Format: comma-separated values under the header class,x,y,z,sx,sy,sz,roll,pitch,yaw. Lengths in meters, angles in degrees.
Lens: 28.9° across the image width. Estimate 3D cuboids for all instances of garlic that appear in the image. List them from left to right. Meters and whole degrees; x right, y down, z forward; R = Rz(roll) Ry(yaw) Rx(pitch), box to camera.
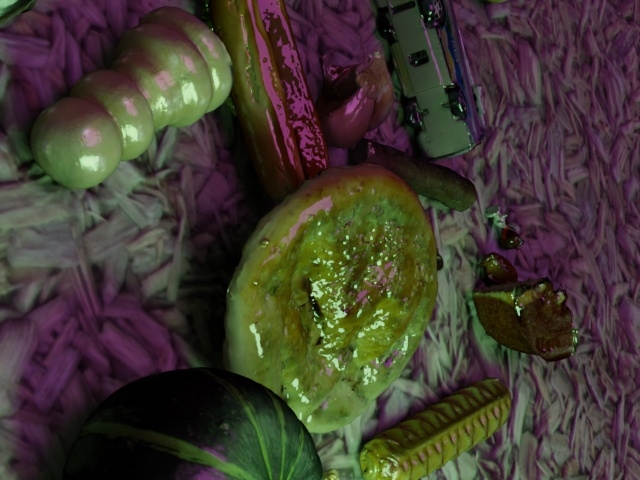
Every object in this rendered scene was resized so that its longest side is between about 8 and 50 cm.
class,x,y,z,sx,sy,sz,roll,pitch,yaw
garlic,0.047,-0.206,1.825,0.174,0.099,0.124,-50,132,-41

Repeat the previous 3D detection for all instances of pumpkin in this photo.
class,x,y,z,sx,sy,sz,roll,pitch,yaw
pumpkin,-0.135,0.299,1.376,0.323,0.241,0.323,10,76,-47

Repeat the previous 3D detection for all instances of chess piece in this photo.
class,x,y,z,sx,sy,sz,roll,pitch,yaw
chess piece,-0.229,-0.157,1.461,0.261,0.142,0.143,-48,117,-39

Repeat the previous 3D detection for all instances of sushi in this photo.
class,x,y,z,sx,sy,sz,roll,pitch,yaw
sushi,0.298,0.052,2.088,0.099,0.047,0.050,38,19,-28

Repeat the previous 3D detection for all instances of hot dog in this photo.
class,x,y,z,sx,sy,sz,roll,pitch,yaw
hot dog,-0.080,-0.215,1.668,0.135,0.100,0.337,-31,106,-56

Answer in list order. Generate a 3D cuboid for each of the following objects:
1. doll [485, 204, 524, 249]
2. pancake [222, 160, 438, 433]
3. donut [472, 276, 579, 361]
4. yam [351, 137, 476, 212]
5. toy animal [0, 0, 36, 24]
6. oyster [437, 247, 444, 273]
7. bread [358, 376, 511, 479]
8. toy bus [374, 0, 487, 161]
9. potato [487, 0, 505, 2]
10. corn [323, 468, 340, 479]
class,x,y,z,sx,sy,sz,roll,pitch,yaw
doll,0.317,-0.021,2.131,0.085,0.040,0.058,39,41,-42
pancake,0.021,0.088,1.618,0.387,0.082,0.387,-20,122,-35
donut,0.333,0.131,2.050,0.186,0.126,0.144,-6,98,-45
yam,0.146,-0.102,1.937,0.274,0.061,0.061,17,69,-45
toy animal,-0.408,-0.341,1.243,0.344,0.194,0.303,49,43,-24
oyster,0.153,0.036,1.945,0.083,0.038,0.081,13,43,-19
bread,0.181,0.290,1.876,0.367,0.077,0.084,-17,99,-51
toy bus,0.180,-0.291,1.986,0.138,0.112,0.317,-26,102,-59
potato,0.289,-0.484,2.172,0.170,0.080,0.107,38,67,-40
corn,0.001,0.424,1.620,0.093,0.093,0.244,2,76,-49
